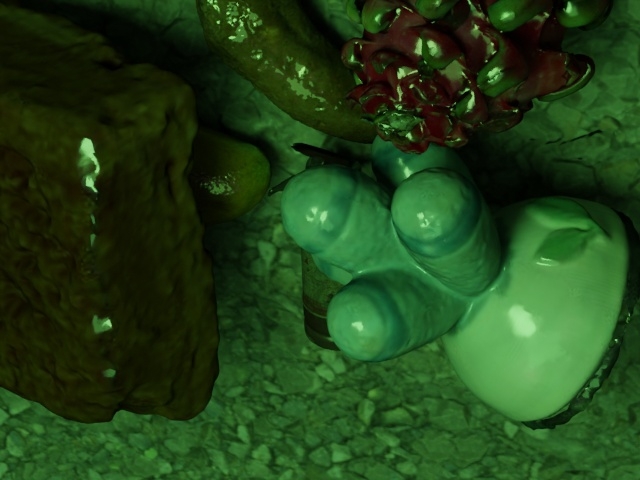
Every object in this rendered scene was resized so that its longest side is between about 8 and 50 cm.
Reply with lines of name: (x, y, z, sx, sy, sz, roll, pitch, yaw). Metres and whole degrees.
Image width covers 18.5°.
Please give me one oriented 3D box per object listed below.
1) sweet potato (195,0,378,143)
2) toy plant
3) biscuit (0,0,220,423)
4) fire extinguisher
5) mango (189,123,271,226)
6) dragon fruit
sweet potato: (-0.050, -0.203, 1.848, 0.114, 0.092, 0.341, -38, 112, 6)
toy plant: (0.108, 0.018, 1.837, 0.332, 0.247, 0.247, 24, 129, -21)
biscuit: (-0.264, -0.023, 1.903, 0.343, 0.166, 0.395, 24, 133, 34)
fire extinguisher: (0.008, 0.001, 1.970, 0.075, 0.106, 0.252, 18, 131, 25)
mango: (-0.134, -0.063, 1.973, 0.165, 0.089, 0.115, 15, 118, -1)
dragon fruit: (0.152, -0.186, 1.739, 0.273, 0.198, 0.218, -17, 146, 25)
